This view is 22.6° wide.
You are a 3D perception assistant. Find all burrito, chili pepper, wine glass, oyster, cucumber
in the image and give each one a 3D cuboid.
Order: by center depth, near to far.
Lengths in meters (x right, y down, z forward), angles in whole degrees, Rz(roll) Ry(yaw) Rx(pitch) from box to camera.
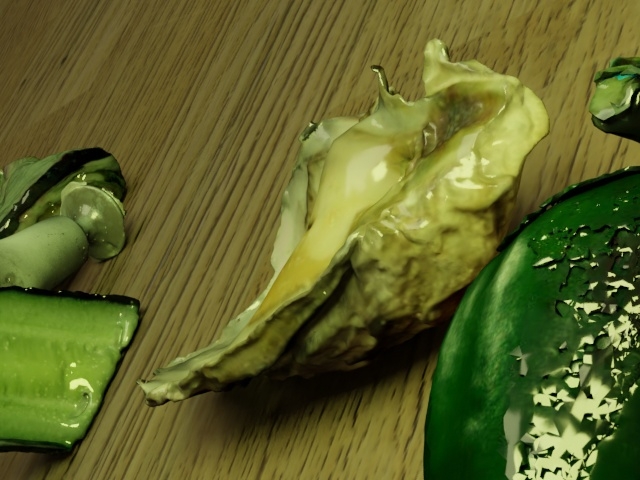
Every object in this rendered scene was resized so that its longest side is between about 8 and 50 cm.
[{"bbox_3d":[0.128,0.044,0.499,0.165,0.174,0.261,-20,44,43],"label":"chili pepper"},{"bbox_3d":[0.009,0.006,0.856,0.275,0.100,0.271,-58,20,14],"label":"oyster"},{"bbox_3d":[-0.220,0.092,1.090,0.086,0.193,0.115,-24,65,49],"label":"cucumber"},{"bbox_3d":[-0.212,0.014,1.195,0.072,0.072,0.155,-31,6,37],"label":"wine glass"},{"bbox_3d":[-0.267,-0.013,1.374,0.144,0.089,0.229,-46,21,-25],"label":"burrito"}]
